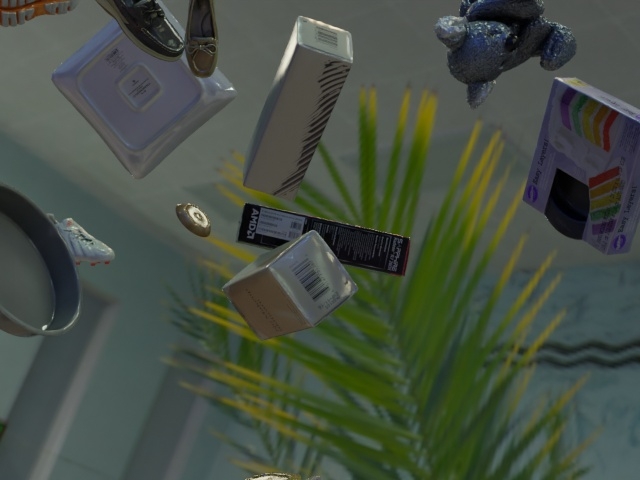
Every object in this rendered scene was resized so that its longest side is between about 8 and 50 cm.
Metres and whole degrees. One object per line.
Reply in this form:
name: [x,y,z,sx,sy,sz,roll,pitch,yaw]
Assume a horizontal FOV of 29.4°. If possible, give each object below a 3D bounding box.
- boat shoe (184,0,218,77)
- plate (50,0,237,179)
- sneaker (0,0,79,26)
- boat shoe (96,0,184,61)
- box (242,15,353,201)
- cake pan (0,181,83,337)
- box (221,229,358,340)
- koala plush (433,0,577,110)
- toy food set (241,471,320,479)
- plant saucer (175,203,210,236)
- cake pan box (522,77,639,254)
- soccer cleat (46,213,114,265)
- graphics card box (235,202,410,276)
boat shoe: [-0.189,-0.337,1.941,0.056,0.153,0.048,4,2,-3]
plate: [-0.354,-0.305,2.405,0.278,0.277,0.045,50,12,-5]
sneaker: [-0.522,-0.423,2.101,0.083,0.084,0.214,35,32,32]
boat shoe: [-0.335,-0.426,2.255,0.223,0.080,0.073,43,-41,-4]
box: [-0.039,-0.208,1.954,0.094,0.113,0.275,16,-56,-11]
cake pan: [-0.514,0.038,2.033,0.054,0.293,0.293,-30,-45,20]
box: [-0.064,0.092,2.328,0.148,0.121,0.311,53,-22,-4]
koala plush: [0.290,-0.339,2.093,0.203,0.221,0.196,-1,-54,45]
toy food set: [-0.090,0.461,2.136,0.128,0.071,0.218,-18,3,-30]
plant saucer: [-0.238,-0.042,2.314,0.083,0.083,0.015,33,-63,-27]
cake pan box: [0.492,-0.134,2.218,0.070,0.267,0.246,-5,30,-31]
soccer cleat: [-0.463,-0.001,2.294,0.196,0.076,0.068,14,12,37]
graphics card box: [0.000,0.000,2.687,0.370,0.094,0.233,11,-1,-4]
